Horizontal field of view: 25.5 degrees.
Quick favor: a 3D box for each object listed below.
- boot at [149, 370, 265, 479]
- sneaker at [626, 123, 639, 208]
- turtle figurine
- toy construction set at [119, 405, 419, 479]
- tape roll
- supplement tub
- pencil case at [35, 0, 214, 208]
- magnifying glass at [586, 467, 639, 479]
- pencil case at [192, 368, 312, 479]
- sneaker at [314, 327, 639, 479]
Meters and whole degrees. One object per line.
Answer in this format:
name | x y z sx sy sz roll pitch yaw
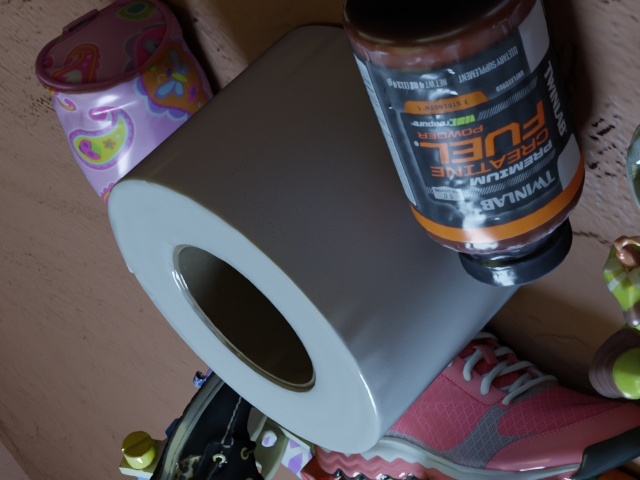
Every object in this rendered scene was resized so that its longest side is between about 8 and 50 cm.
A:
boot | -0.045 0.211 1.150 0.179 0.236 0.085 29 -172 9
sneaker | 0.251 -0.016 0.551 0.292 0.118 0.110 11 105 50
turtle figurine | 0.245 0.095 0.790 0.269 0.087 0.217 30 167 -4
toy construction set | 0.005 0.216 1.246 0.328 0.215 0.151 37 156 19
tape roll | 0.000 0.000 0.962 0.246 0.169 0.246 37 156 20
supplement tub | 0.088 -0.065 0.790 0.106 0.106 0.198 23 148 42
pencil case | -0.124 -0.055 1.143 0.124 0.124 0.284 25 151 39
magnifying glass | 0.201 0.179 1.101 0.231 0.026 0.092 21 146 43
pencil case | -0.023 0.175 1.400 0.206 0.086 0.088 38 132 14
sneaker | 0.101 0.112 1.055 0.314 0.116 0.136 -4 96 46
